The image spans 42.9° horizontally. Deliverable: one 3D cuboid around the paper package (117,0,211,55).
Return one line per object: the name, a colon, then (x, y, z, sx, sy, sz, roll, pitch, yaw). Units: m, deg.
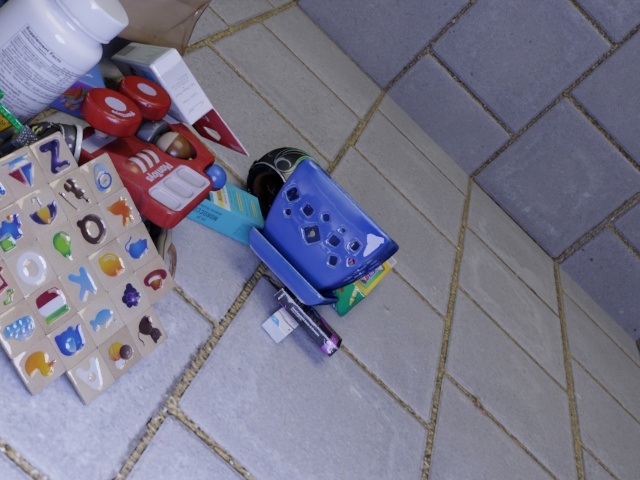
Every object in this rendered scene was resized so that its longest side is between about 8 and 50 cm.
paper package: (-0.458, -0.585, 1.815, 0.325, 0.168, 0.309, 39, 18, 23)

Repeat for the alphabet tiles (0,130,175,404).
alphabet tiles: (-0.341, 0.036, 1.116, 0.285, 0.011, 0.342, -43, 115, -47)

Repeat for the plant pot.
plant pot: (0.000, 0.000, 1.638, 0.236, 0.212, 0.236, 45, 5, 10)

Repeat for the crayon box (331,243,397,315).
crayon box: (0.063, 0.050, 1.886, 0.165, 0.081, 0.278, 48, 25, 3)

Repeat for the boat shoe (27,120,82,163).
boat shoe: (-0.434, -0.148, 1.291, 0.069, 0.081, 0.228, 13, -4, -31)

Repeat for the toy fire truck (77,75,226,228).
toy fire truck: (-0.300, -0.144, 1.441, 0.254, 0.169, 0.302, 35, 26, 0)

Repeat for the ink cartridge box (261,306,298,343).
ink cartridge box: (-0.074, 0.159, 1.566, 0.048, 0.028, 0.083, 48, 24, 3)

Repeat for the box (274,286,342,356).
box: (-0.022, 0.154, 1.616, 0.162, 0.029, 0.116, 46, 5, 1)

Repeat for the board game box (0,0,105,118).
board game box: (-0.583, -0.380, 1.504, 0.347, 0.078, 0.233, 19, 36, -46)

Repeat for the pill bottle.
pill bottle: (-0.461, -0.313, 1.324, 0.160, 0.283, 0.160, 50, 13, -16)

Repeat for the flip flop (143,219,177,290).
flip flop: (-0.279, 0.046, 1.339, 0.080, 0.112, 0.277, 53, 15, -26)

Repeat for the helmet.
helmet: (-0.068, -0.130, 1.853, 0.161, 0.169, 0.169, -22, 70, -47)

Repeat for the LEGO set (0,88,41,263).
LEGO set: (-0.519, -0.093, 1.114, 0.331, 0.192, 0.255, 45, 40, -37)

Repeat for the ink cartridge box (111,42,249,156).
ink cartridge box: (-0.291, -0.276, 1.667, 0.261, 0.066, 0.296, 56, -14, -28)

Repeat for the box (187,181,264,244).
box: (-0.229, -0.084, 1.647, 0.244, 0.060, 0.100, 27, 31, -37)
